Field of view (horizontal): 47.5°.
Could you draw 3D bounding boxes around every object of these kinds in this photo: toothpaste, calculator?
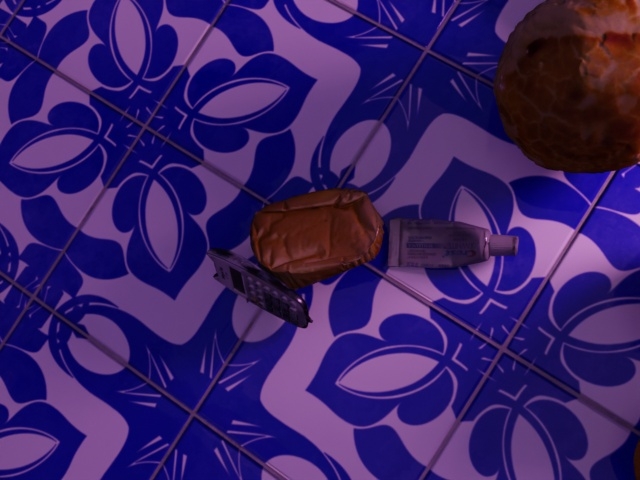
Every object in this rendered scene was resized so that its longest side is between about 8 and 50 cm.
[{"bbox_3d":[0.287,0.006,1.593,0.283,0.068,0.099,2,54,17],"label":"toothpaste"},{"bbox_3d":[-0.129,0.110,1.592,0.268,0.177,0.040,32,67,15],"label":"calculator"}]

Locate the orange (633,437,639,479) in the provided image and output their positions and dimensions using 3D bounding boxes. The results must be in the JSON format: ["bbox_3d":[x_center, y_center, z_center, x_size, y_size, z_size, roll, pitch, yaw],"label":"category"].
[{"bbox_3d":[0.706,0.432,1.364,0.237,0.236,0.236,-2,81,10],"label":"orange"}]

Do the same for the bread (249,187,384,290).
[{"bbox_3d":[0.000,0.000,1.597,0.288,0.156,0.204,-19,66,6],"label":"bread"}]

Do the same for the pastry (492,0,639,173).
[{"bbox_3d":[0.532,-0.301,1.430,0.389,0.312,0.388,3,122,5],"label":"pastry"}]
